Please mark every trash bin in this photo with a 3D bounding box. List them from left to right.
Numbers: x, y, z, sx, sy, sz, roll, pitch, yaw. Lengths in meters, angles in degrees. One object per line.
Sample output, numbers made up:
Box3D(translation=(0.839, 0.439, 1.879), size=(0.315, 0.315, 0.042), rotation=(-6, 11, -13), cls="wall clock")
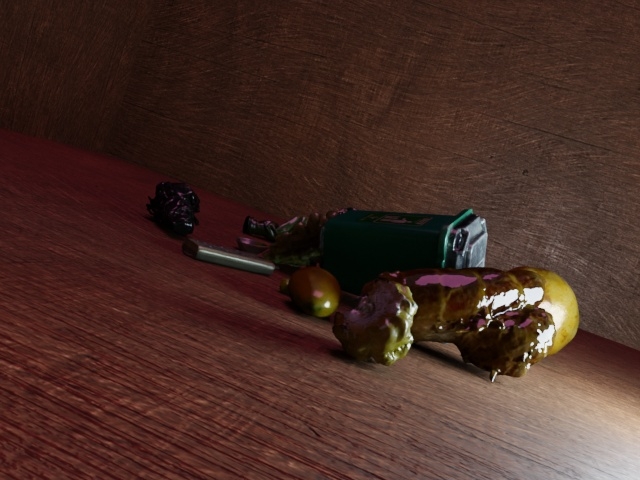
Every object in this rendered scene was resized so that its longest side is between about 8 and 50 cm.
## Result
Box3D(translation=(0.207, 0.061, 1.526), size=(0.381, 0.295, 0.259), rotation=(10, 18, 27), cls="trash bin")

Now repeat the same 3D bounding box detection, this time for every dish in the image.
Box3D(translation=(-0.211, 0.020, 1.784), size=(0.091, 0.039, 0.137), rotation=(10, 5, -25), cls="dish")

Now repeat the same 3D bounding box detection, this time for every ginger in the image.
Box3D(translation=(0.292, 0.167, 1.243), size=(0.419, 0.254, 0.176), rotation=(4, -34, -11), cls="ginger")

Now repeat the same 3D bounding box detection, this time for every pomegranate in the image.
Box3D(translation=(0.599, 0.199, 1.710), size=(0.264, 0.264, 0.264), rotation=(19, 4, -2), cls="pomegranate")

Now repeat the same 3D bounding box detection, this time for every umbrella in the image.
Box3D(translation=(-0.402, -0.080, 1.743), size=(0.154, 0.128, 0.337), rotation=(-2, 21, -31), cls="umbrella")

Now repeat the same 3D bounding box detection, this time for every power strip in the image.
Box3D(translation=(-0.212, 0.045, 1.493), size=(0.268, 0.034, 0.092), rotation=(16, 5, -37), cls="power strip")

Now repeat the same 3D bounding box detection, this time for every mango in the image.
Box3D(translation=(-0.008, 0.111, 1.253), size=(0.111, 0.089, 0.163), rotation=(5, 20, -24), cls="mango")

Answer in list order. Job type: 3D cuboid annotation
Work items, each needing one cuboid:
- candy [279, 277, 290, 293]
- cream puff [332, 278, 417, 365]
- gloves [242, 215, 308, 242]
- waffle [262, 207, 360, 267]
Box3D(translation=(-0.045, 0.121, 1.340), size=(0.123, 0.035, 0.035), rotation=(32, 16, 35), cls="candy")
Box3D(translation=(0.103, 0.147, 1.017), size=(0.121, 0.156, 0.156), rotation=(40, 16, 35), cls="cream puff")
Box3D(translation=(-0.165, -0.041, 2.313), size=(0.268, 0.107, 0.135), rotation=(0, 2, -17), cls="gloves")
Box3D(translation=(0.000, 0.000, 1.760), size=(0.317, 0.297, 0.073), rotation=(-1, 60, -48), cls="waffle")
